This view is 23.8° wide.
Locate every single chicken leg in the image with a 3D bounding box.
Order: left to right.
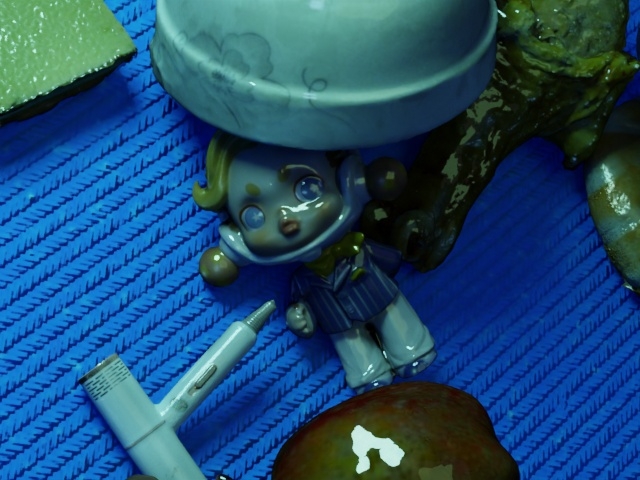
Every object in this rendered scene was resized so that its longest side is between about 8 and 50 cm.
[{"bbox_3d":[0.185,-0.121,1.463,0.211,0.140,0.361,31,85,-31],"label":"chicken leg"}]

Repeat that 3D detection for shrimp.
[{"bbox_3d":[0.352,-0.061,1.556,0.185,0.068,0.287,42,51,-11],"label":"shrimp"}]

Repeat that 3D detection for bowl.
[{"bbox_3d":[0.006,-0.224,1.304,0.307,0.163,0.307,3,38,-2],"label":"bowl"}]

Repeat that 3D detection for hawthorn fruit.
[{"bbox_3d":[0.037,0.218,1.249,0.248,0.208,0.208,1,72,-7],"label":"hawthorn fruit"}]

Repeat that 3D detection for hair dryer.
[{"bbox_3d":[-0.086,0.127,1.274,0.183,0.044,0.155,-34,92,-14],"label":"hair dryer"}]

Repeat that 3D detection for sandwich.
[{"bbox_3d":[-0.313,-0.191,1.291,0.245,0.063,0.212,-29,83,-30],"label":"sandwich"}]

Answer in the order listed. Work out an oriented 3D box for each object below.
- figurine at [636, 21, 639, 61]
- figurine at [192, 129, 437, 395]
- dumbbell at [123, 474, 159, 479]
[{"bbox_3d":[0.376,-0.163,1.494,0.182,0.144,0.256,50,28,-29],"label":"figurine"},{"bbox_3d":[0.011,-0.002,1.333,0.274,0.194,0.133,38,18,-3],"label":"figurine"},{"bbox_3d":[-0.112,0.297,1.205,0.231,0.092,0.082,58,32,1],"label":"dumbbell"}]
